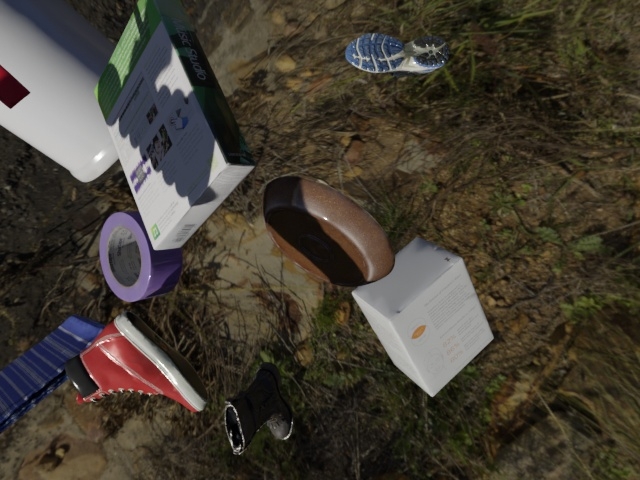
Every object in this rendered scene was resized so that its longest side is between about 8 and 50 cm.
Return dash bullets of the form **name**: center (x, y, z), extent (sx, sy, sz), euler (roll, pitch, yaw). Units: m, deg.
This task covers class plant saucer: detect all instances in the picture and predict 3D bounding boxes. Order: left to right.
- **plant saucer**: center (0.000, 0.000, 0.528), extent (0.168, 0.168, 0.029), euler (43, 61, -15)

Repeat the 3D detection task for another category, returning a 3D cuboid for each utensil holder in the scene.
- **utensil holder**: center (-0.627, -0.378, 1.114), extent (0.327, 0.327, 0.385), euler (-50, 128, -1)

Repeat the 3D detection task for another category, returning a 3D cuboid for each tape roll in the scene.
- **tape roll**: center (-0.384, 0.030, 1.018), extent (0.080, 0.189, 0.188), euler (-10, 105, -53)

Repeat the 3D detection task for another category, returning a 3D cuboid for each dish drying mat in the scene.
- **dish drying mat**: center (-0.392, -0.197, 0.569), extent (0.083, 0.008, 0.032), euler (44, 76, -9)

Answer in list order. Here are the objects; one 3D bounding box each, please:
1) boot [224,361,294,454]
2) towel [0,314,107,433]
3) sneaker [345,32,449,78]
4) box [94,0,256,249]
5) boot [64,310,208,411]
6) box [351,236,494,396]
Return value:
- **boot**: center (-0.169, 0.474, 1.258), extent (0.091, 0.229, 0.262), euler (-7, 107, 23)
- **towel**: center (-0.611, 0.279, 0.989), extent (0.336, 0.243, 0.040), euler (-43, 121, -34)
- **sneaker**: center (0.100, -0.240, 0.644), extent (0.135, 0.058, 0.052), euler (3, 86, -2)
- **box**: center (-0.237, -0.180, 0.730), extent (0.058, 0.232, 0.322), euler (-10, 68, -49)
- **boot**: center (-0.348, 0.275, 0.906), extent (0.176, 0.088, 0.244), euler (-43, 104, -5)
- **box**: center (0.146, 0.105, 0.667), extent (0.130, 0.091, 0.170), euler (-38, 123, -12)
